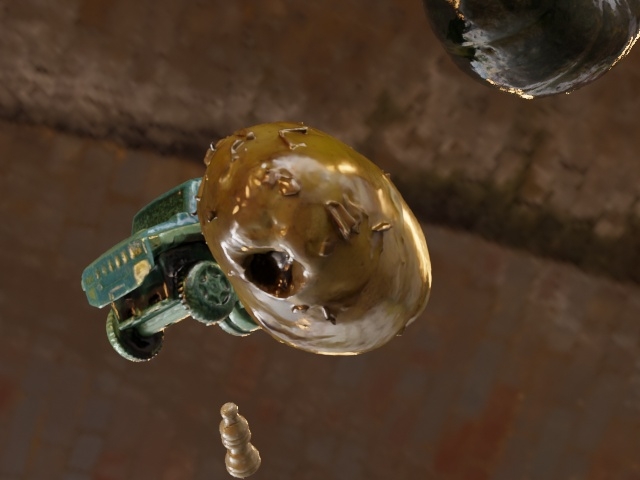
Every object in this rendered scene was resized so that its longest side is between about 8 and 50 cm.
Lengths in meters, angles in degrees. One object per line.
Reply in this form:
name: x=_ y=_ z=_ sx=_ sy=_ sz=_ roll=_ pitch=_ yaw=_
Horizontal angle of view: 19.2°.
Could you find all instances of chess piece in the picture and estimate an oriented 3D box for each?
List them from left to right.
chess piece: x=-0.084 y=0.194 z=1.881 sx=0.035 sy=0.035 sz=0.092 roll=-31 pitch=-42 yaw=-19

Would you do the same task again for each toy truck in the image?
toy truck: x=-0.112 y=0.021 z=1.985 sx=0.278 sy=0.156 sz=0.155 roll=-10 pitch=-14 yaw=-46

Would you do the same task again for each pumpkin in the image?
pumpkin: x=0.228 y=-0.295 z=1.933 sx=0.300 sy=0.207 sz=0.300 roll=16 pitch=-112 yaw=-46

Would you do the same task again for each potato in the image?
potato: x=0.000 y=0.000 z=1.417 sx=0.140 sy=0.173 sz=0.300 roll=-27 pitch=-15 yaw=10
